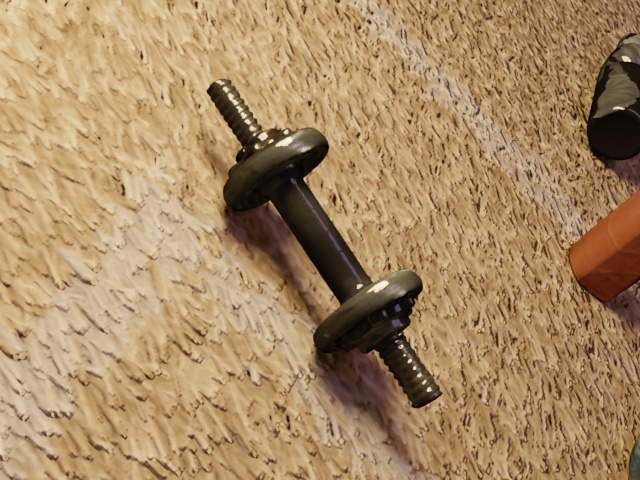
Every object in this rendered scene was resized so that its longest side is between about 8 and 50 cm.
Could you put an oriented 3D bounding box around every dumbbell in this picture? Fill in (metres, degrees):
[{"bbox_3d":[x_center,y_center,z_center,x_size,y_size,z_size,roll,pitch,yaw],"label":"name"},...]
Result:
[{"bbox_3d":[0.000,0.000,1.074,0.081,0.081,0.254,-16,68,-55],"label":"dumbbell"}]

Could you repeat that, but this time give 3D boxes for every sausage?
[{"bbox_3d":[0.281,-0.019,1.352,0.065,0.169,0.065,30,37,-25],"label":"sausage"}]

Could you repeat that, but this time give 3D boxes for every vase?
[{"bbox_3d":[0.296,-0.150,1.607,0.060,0.060,0.211,42,32,-12],"label":"vase"}]

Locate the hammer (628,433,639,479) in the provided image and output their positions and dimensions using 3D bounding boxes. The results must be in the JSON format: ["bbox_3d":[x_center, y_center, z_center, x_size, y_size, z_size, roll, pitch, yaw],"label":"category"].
[{"bbox_3d":[0.311,0.212,1.264,0.194,0.069,0.116,58,32,-3],"label":"hammer"}]
